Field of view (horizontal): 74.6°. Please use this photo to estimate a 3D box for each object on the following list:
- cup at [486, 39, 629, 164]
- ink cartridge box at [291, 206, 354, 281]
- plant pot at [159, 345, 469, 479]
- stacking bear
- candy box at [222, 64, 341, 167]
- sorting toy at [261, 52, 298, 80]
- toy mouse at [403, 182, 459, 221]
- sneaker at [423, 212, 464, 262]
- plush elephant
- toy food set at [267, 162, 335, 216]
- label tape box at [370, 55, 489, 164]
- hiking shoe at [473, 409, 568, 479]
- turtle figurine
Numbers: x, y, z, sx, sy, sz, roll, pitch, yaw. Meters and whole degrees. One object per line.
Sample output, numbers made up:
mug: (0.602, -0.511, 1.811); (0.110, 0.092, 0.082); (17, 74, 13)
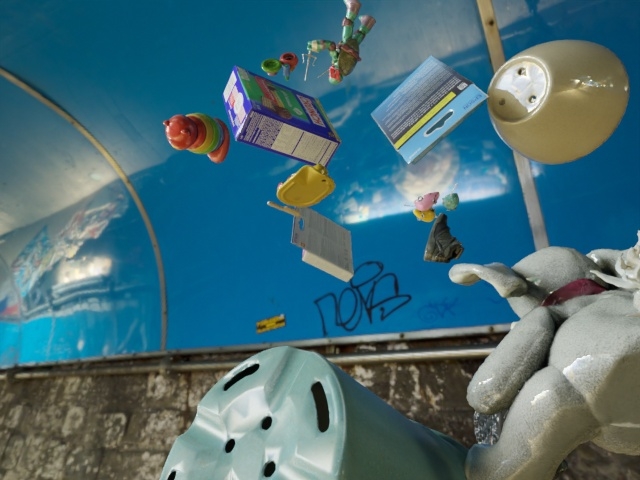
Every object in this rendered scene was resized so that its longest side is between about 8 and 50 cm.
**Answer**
cup: (0.584, -0.378, 1.113); (0.236, 0.331, 0.331); (-2, -19, -37)
ink cartridge box: (0.000, 0.000, 1.924); (0.330, 0.324, 0.071); (28, -56, -19)
plant pot: (0.013, 0.321, 0.505); (0.341, 0.341, 0.334); (-16, -53, 35)
stacking bear: (-0.467, -0.395, 1.563); (0.175, 0.164, 0.289); (32, 14, 6)
candy box: (-0.121, -0.381, 1.312); (0.317, 0.268, 0.122); (12, -51, -35)
sorting toy: (-0.097, -0.432, 1.057); (0.102, 0.061, 0.042); (-30, -29, -19)
toy mouse: (0.280, -0.086, 1.002); (0.160, 0.031, 0.143); (5, -29, -34)
sneaker: (0.464, -0.003, 1.547); (0.130, 0.228, 0.087); (15, -42, 14)
plush elephant: (0.298, 0.116, 0.499); (0.271, 0.330, 0.255); (2, 16, 5)
toy food set: (-0.051, -0.152, 1.140); (0.128, 0.071, 0.218); (16, -30, -32)
label tape box: (0.309, -0.351, 1.189); (0.249, 0.348, 0.115); (-41, -54, 19)
hiking shoe: (0.312, 0.323, 0.653); (0.114, 0.227, 0.086); (14, -43, -2)
turtle figurine: (0.057, -0.507, 1.129); (0.118, 0.234, 0.175); (31, 8, 21)
